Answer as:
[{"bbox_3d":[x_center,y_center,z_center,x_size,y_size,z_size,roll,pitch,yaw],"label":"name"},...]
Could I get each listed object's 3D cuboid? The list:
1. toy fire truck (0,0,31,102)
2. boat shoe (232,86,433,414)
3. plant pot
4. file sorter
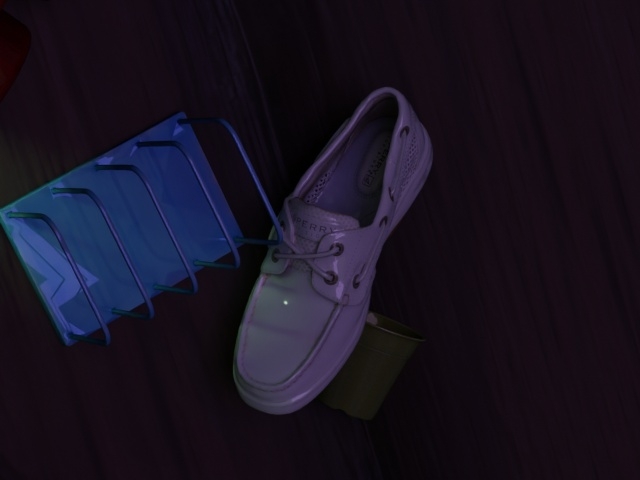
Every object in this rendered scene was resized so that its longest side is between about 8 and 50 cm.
[{"bbox_3d":[-0.232,-0.209,1.339,0.169,0.254,0.302,36,76,-24],"label":"toy fire truck"},{"bbox_3d":[0.000,0.000,1.533,0.096,0.098,0.277,66,45,-62],"label":"boat shoe"},{"bbox_3d":[0.033,0.101,1.590,0.083,0.083,0.079,20,96,-26],"label":"plant pot"},{"bbox_3d":[-0.133,-0.009,1.481,0.170,0.104,0.118,-31,104,-22],"label":"file sorter"}]
